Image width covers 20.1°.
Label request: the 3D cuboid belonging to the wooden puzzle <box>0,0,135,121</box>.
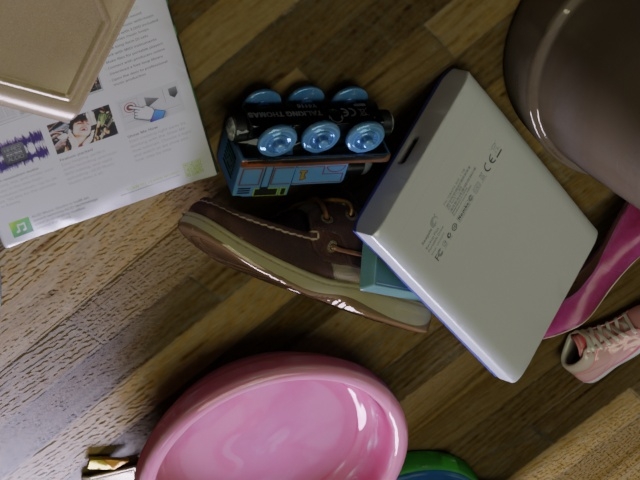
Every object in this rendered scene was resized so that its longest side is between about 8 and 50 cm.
[{"bbox_3d":[-0.276,-0.222,1.600,0.221,0.044,0.238,14,125,-31],"label":"wooden puzzle"}]

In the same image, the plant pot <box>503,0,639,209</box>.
[{"bbox_3d":[0.388,-0.144,1.858,0.323,0.280,0.323,-11,131,-13],"label":"plant pot"}]

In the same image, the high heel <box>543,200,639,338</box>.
[{"bbox_3d":[0.308,0.028,2.126,0.244,0.082,0.117,-26,107,17],"label":"high heel"}]

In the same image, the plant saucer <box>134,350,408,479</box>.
[{"bbox_3d":[-0.063,0.248,2.135,0.332,0.084,0.332,-12,133,-13],"label":"plant saucer"}]

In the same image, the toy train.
[{"bbox_3d":[-0.016,-0.102,1.863,0.184,0.080,0.105,-4,139,-23],"label":"toy train"}]

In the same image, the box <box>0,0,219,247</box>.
[{"bbox_3d":[-0.245,-0.157,1.731,0.232,0.058,0.322,-19,134,-6],"label":"box"}]

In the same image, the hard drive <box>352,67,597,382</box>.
[{"bbox_3d":[0.177,-0.011,1.976,0.319,0.040,0.210,45,70,-42],"label":"hard drive"}]

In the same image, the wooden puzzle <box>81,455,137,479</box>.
[{"bbox_3d":[-0.246,0.294,2.146,0.079,0.014,0.116,-3,129,-15],"label":"wooden puzzle"}]

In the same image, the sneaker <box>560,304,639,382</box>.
[{"bbox_3d":[0.353,0.122,2.225,0.134,0.051,0.070,-43,137,21],"label":"sneaker"}]

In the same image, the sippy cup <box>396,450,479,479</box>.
[{"bbox_3d":[0.132,0.424,2.271,0.305,0.224,0.240,-36,132,10],"label":"sippy cup"}]

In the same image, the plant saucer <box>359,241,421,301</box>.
[{"bbox_3d":[0.107,0.032,1.966,0.192,0.018,0.067,12,80,-50],"label":"plant saucer"}]

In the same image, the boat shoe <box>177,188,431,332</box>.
[{"bbox_3d":[0.000,0.000,1.944,0.342,0.123,0.123,22,86,-34],"label":"boat shoe"}]
